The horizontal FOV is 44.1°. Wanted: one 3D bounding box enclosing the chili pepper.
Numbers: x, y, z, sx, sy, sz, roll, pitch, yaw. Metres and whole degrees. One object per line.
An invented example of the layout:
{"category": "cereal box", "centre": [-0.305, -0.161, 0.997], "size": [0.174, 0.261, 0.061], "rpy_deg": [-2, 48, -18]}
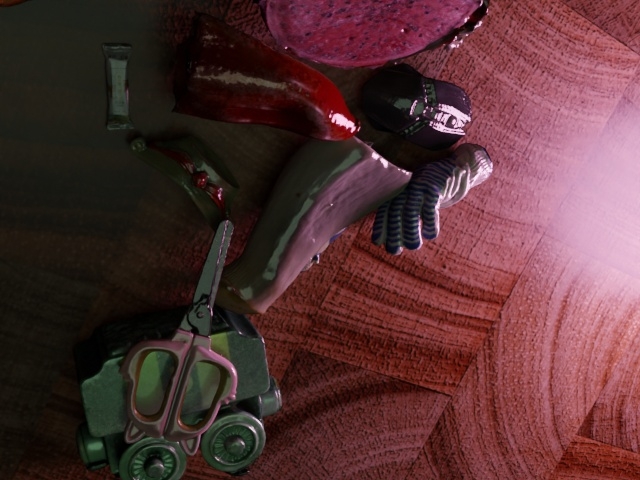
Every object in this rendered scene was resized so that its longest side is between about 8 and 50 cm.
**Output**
{"category": "chili pepper", "centre": [-0.061, -0.192, 0.990], "size": [0.253, 0.136, 0.144], "rpy_deg": [16, 128, -12]}

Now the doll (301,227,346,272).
{"category": "doll", "centre": [0.000, 0.000, 1.196], "size": [0.125, 0.027, 0.037], "rpy_deg": [-47, 114, 1]}

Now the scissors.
{"category": "scissors", "centre": [-0.167, 0.124, 1.044], "size": [0.160, 0.024, 0.317], "rpy_deg": [18, 90, -18]}

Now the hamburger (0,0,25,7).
{"category": "hamburger", "centre": [-0.291, -0.355, 0.860], "size": [0.283, 0.156, 0.144], "rpy_deg": [-35, 100, -12]}

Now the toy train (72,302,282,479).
{"category": "toy train", "centre": [-0.204, 0.219, 1.129], "size": [0.299, 0.167, 0.238], "rpy_deg": [-13, 110, -18]}

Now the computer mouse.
{"category": "computer mouse", "centre": [0.146, -0.193, 1.157], "size": [0.192, 0.062, 0.106], "rpy_deg": [16, 104, -26]}

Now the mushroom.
{"category": "mushroom", "centre": [-0.025, -0.019, 1.121], "size": [0.159, 0.122, 0.328], "rpy_deg": [41, 92, -12]}

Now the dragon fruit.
{"category": "dragon fruit", "centre": [0.047, -0.385, 0.916], "size": [0.296, 0.314, 0.263], "rpy_deg": [-11, 73, 12]}

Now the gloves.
{"category": "gloves", "centre": [0.163, -0.066, 1.197], "size": [0.097, 0.119, 0.229], "rpy_deg": [46, 72, -3]}

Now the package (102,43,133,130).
{"category": "package", "centre": [-0.260, -0.196, 1.016], "size": [0.037, 0.015, 0.110], "rpy_deg": [-3, 110, -16]}

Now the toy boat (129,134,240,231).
{"category": "toy boat", "centre": [-0.168, -0.085, 1.062], "size": [0.071, 0.089, 0.185], "rpy_deg": [-38, 111, 16]}
